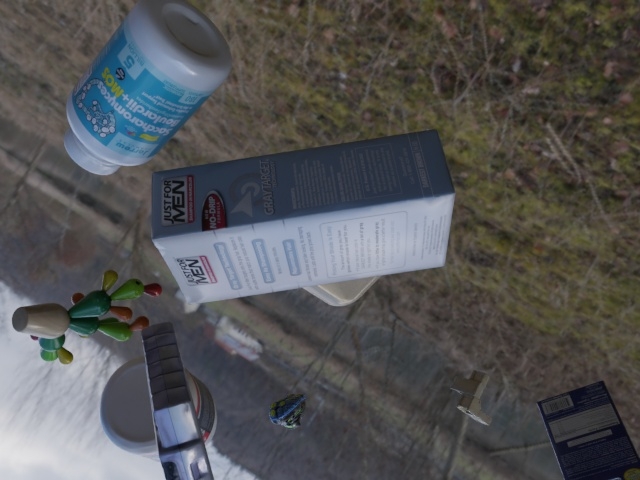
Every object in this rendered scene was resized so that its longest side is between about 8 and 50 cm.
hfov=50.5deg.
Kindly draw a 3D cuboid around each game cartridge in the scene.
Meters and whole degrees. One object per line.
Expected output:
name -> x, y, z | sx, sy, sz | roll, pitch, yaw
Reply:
game cartridge -> -0.178, 0.316, 0.930 | 0.230, 0.068, 0.354 | -125, 24, -67

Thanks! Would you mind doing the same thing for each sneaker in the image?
sneaker -> -0.070, 0.409, 1.604 | 0.067, 0.078, 0.188 | -8, 173, 12

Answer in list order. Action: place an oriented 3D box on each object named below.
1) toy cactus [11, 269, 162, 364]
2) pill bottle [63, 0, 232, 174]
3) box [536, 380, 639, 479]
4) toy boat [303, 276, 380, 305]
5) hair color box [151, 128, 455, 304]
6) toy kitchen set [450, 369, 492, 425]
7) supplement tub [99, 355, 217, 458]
toy cactus -> -0.353, 0.106, 0.973 | 0.180, 0.219, 0.112 | 17, -127, -61
pill bottle -> -0.253, -0.203, 0.945 | 0.146, 0.264, 0.146 | 31, -142, -28
box -> 0.500, 0.374, 1.254 | 0.036, 0.137, 0.225 | 58, -163, -31
toy boat -> 0.000, 0.000, 1.170 | 0.231, 0.151, 0.151 | 37, -169, -39
hair color box -> -0.020, -0.026, 0.920 | 0.375, 0.113, 0.185 | -9, 148, 0
toy kitchen set -> 0.313, 0.315, 1.379 | 0.075, 0.083, 0.068 | 39, 163, -28
supplement tub -> -0.324, 0.356, 1.404 | 0.191, 0.191, 0.272 | 31, 163, 16
